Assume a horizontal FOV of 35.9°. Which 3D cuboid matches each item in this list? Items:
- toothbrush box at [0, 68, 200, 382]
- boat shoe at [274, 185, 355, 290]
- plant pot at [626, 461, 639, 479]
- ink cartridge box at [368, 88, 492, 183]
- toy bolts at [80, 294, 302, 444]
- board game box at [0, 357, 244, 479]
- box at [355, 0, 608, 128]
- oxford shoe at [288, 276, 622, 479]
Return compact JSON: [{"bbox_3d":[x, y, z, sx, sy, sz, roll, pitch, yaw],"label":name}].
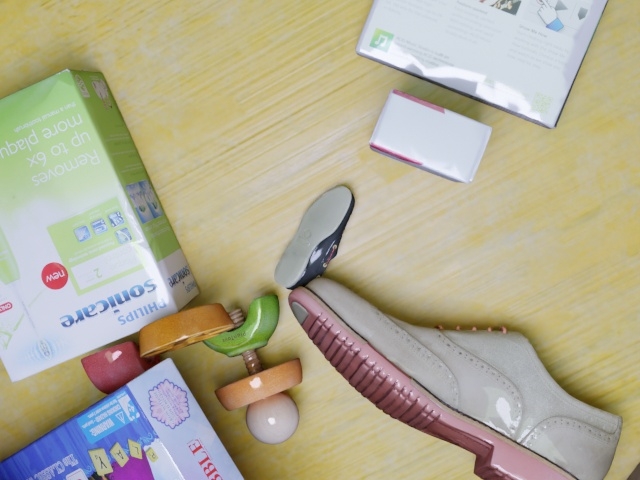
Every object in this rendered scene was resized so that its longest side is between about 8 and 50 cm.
[{"bbox_3d":[-0.291,-0.020,1.093,0.206,0.122,0.283,-22,97,8],"label":"toothbrush box"},{"bbox_3d":[-0.001,-0.001,1.111,0.049,0.042,0.133,38,98,41],"label":"boat shoe"},{"bbox_3d":[0.395,0.279,1.086,0.109,0.096,0.109,33,99,1],"label":"plant pot"},{"bbox_3d":[0.112,-0.106,1.033,0.109,0.150,0.063,21,95,2],"label":"ink cartridge box"},{"bbox_3d":[-0.144,0.171,1.066,0.228,0.218,0.158,-21,82,14],"label":"toy bolts"},{"bbox_3d":[-0.178,0.319,1.029,0.319,0.066,0.318,-34,88,42],"label":"board game box"},{"bbox_3d":[0.201,-0.308,1.046,0.232,0.058,0.322,22,100,2],"label":"box"},{"bbox_3d":[0.147,0.146,1.093,0.397,0.140,0.146,36,74,0],"label":"oxford shoe"}]
